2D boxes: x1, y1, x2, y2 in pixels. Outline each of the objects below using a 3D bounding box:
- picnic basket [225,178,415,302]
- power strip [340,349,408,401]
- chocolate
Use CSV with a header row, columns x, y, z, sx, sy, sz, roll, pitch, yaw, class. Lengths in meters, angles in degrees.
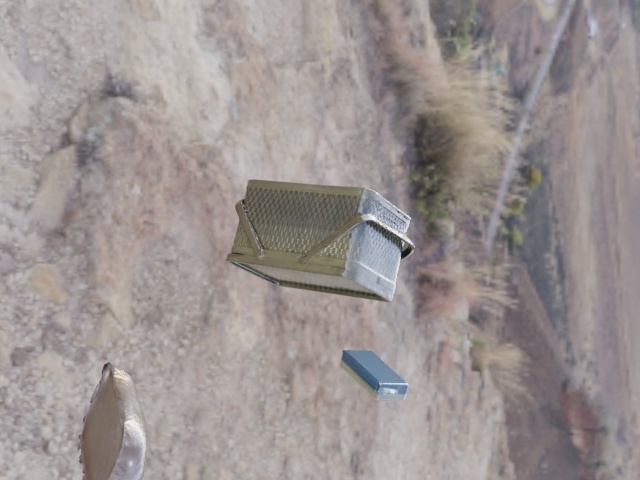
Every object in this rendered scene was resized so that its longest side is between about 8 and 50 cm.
x,y,z,sx,sy,sz,roll,pitch,yaw,class
0.000,0.000,1.425,0.165,0.267,0.139,31,70,-54,picnic basket
0.082,0.209,1.390,0.056,0.123,0.032,4,107,-30,power strip
-0.336,0.333,1.512,0.083,0.261,0.161,21,107,-26,chocolate
